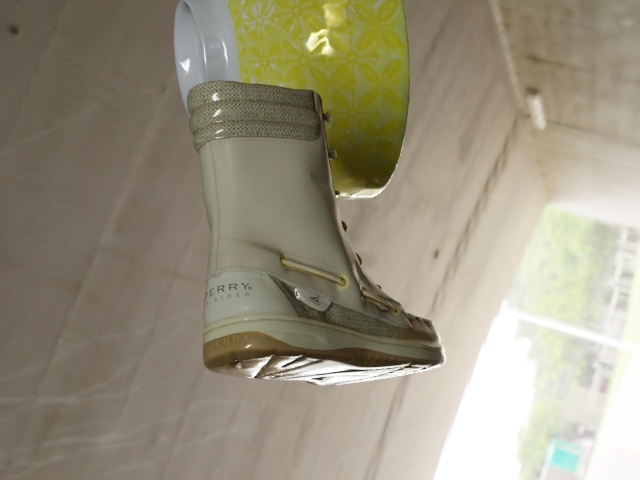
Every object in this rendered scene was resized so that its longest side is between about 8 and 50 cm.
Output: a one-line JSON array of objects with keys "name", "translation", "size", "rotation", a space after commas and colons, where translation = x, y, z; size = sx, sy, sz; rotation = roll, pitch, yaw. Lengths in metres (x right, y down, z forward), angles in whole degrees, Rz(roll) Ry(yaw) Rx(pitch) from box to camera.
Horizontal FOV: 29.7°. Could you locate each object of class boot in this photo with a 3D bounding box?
[{"name": "boot", "translation": [0.000, 0.000, 0.877], "size": [0.262, 0.095, 0.203], "rotation": [13, -117, -53]}]

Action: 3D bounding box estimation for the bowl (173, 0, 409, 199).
[{"name": "bowl", "translation": [-0.045, -0.171, 1.101], "size": [0.289, 0.156, 0.289], "rotation": [172, 90, -72]}]
